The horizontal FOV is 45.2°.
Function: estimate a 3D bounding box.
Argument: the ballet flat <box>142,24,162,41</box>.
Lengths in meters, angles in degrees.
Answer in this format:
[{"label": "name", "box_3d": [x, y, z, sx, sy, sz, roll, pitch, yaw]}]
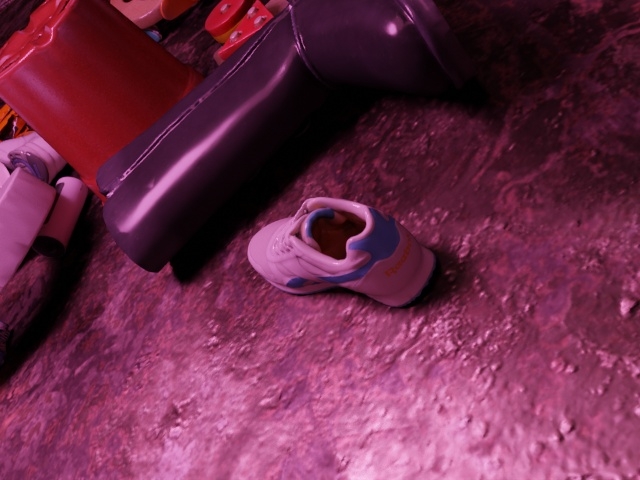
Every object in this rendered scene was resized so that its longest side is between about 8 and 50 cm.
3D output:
[{"label": "ballet flat", "box_3d": [-0.360, -0.434, 1.603, 0.114, 0.041, 0.041, 4, 58, 50]}]

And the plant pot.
[{"label": "plant pot", "box_3d": [-0.325, -0.220, 1.147, 0.272, 0.265, 0.272, -28, 39, 25]}]

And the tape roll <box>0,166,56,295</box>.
[{"label": "tape roll", "box_3d": [-0.542, 0.064, 1.184, 0.392, 0.072, 0.392, -43, 26, 27]}]

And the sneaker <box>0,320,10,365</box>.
[{"label": "sneaker", "box_3d": [-0.490, 0.144, 1.143, 0.135, 0.052, 0.058, 13, 61, 51]}]

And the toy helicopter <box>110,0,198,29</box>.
[{"label": "toy helicopter", "box_3d": [-0.274, -0.563, 1.544, 0.355, 0.140, 0.235, -45, 54, 0]}]

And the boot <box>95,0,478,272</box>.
[{"label": "boot", "box_3d": [-0.071, -0.129, 0.884, 0.445, 0.146, 0.367, -38, 27, 7]}]

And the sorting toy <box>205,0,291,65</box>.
[{"label": "sorting toy", "box_3d": [-0.060, -0.339, 1.141, 0.255, 0.089, 0.257, -41, 35, 7]}]

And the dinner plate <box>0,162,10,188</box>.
[{"label": "dinner plate", "box_3d": [-0.622, -0.081, 1.468, 0.141, 0.017, 0.141, 7, 101, 42]}]

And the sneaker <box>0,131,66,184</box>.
[{"label": "sneaker", "box_3d": [-0.563, -0.161, 1.511, 0.297, 0.111, 0.129, 6, 43, 47]}]

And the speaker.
[{"label": "speaker", "box_3d": [-0.423, -0.038, 1.252, 0.055, 0.055, 0.136, -24, 41, 30]}]

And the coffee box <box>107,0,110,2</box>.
[{"label": "coffee box", "box_3d": [-0.472, -0.447, 1.650, 0.098, 0.141, 0.247, -22, 40, 32]}]

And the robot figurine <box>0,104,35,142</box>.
[{"label": "robot figurine", "box_3d": [-0.676, -0.271, 1.737, 0.211, 0.085, 0.291, 18, 69, 53]}]

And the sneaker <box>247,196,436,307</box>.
[{"label": "sneaker", "box_3d": [0.000, 0.000, 0.727, 0.228, 0.092, 0.087, 2, 58, 49]}]
